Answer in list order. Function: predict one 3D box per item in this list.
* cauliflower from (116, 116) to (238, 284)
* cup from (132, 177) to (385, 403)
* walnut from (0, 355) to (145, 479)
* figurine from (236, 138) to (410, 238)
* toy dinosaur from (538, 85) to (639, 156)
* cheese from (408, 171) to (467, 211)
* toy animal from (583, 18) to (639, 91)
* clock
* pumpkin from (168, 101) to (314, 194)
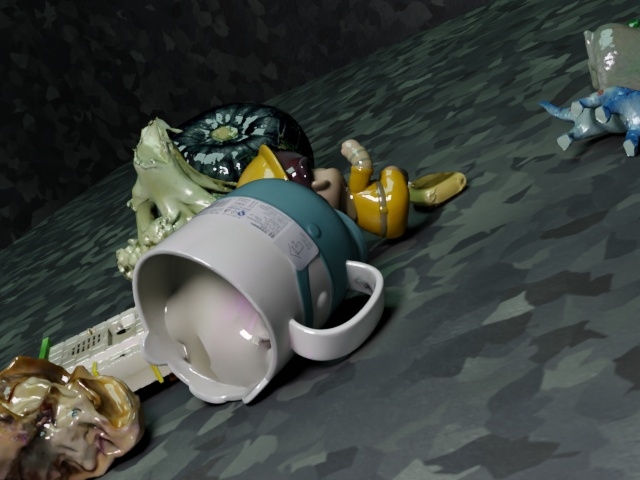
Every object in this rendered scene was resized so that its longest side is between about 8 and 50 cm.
[{"bbox_3d":[-0.224,-0.014,1.717,0.327,0.281,0.260,-27,39,34],"label":"cauliflower"},{"bbox_3d":[-0.062,0.059,1.328,0.290,0.219,0.257,17,39,28],"label":"cup"},{"bbox_3d":[-0.351,0.238,1.324,0.238,0.141,0.204,6,16,-38],"label":"walnut"},{"bbox_3d":[0.002,-0.053,1.534,0.257,0.192,0.167,0,48,8],"label":"figurine"},{"bbox_3d":[0.401,-0.174,1.446,0.329,0.076,0.144,0,27,47],"label":"toy dinosaur"},{"bbox_3d":[0.163,-0.082,1.673,0.086,0.036,0.162,-33,15,-17],"label":"cheese"},{"bbox_3d":[0.523,-0.277,1.552,0.251,0.127,0.125,-12,5,11],"label":"toy animal"},{"bbox_3d":[-0.276,0.168,1.544,0.255,0.106,0.220,-25,16,-4],"label":"clock"},{"bbox_3d":[-0.163,-0.126,2.054,0.315,0.238,0.315,-11,35,7],"label":"pumpkin"}]
